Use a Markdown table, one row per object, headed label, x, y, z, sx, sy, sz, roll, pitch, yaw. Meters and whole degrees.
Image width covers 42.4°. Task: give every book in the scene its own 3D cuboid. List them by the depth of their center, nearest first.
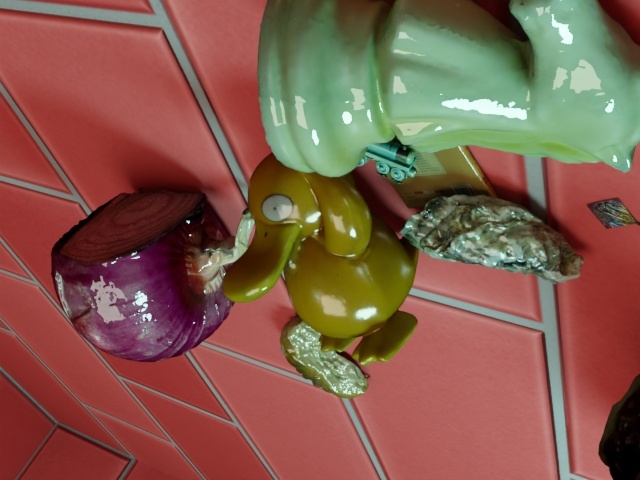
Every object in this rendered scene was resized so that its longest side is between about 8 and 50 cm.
| label | x | y | z | sx | sy | sz | roll | pitch | yaw |
| --- | --- | --- | --- | --- | --- | --- | --- | --- | --- |
| book | 0.092 | -0.096 | 0.834 | 0.118 | 0.012 | 0.172 | -2 | 137 | 46 |

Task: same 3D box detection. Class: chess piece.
| label | x | y | z | sx | sy | sz | roll | pitch | yaw |
| --- | --- | --- | --- | --- | --- | --- | --- | --- | --- |
| chess piece | 0.112 | -0.132 | 0.648 | 0.298 | 0.176 | 0.176 | 4 | 143 | 20 |

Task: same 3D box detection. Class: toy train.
| label | x | y | z | sx | sy | sz | roll | pitch | yaw |
| --- | --- | --- | --- | --- | --- | --- | --- | --- | --- |
| toy train | 0.056 | -0.092 | 0.835 | 0.092 | 0.029 | 0.045 | 24 | 141 | 18 |

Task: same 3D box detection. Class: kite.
| label | x | y | z | sx | sy | sz | roll | pitch | yaw |
| --- | --- | --- | --- | --- | --- | --- | --- | --- | --- |
| kite | 0.288 | -0.016 | 0.777 | 0.078 | 0.002 | 0.044 | 34 | 151 | -3 |

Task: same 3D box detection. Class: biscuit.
| label | x | y | z | sx | sy | sz | roll | pitch | yaw |
| --- | --- | --- | --- | --- | --- | --- | --- | --- | --- |
| biscuit | -0.006 | 0.196 | 1.334 | 0.118 | 0.061 | 0.183 | -5 | 135 | 50 |

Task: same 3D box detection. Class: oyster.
| label | x | y | z | sx | sy | sz | roll | pitch | yaw |
| --- | --- | --- | --- | --- | --- | --- | --- | --- | --- |
| oyster | 0.170 | 0.003 | 0.853 | 0.177 | 0.064 | 0.125 | -2 | 154 | 43 |

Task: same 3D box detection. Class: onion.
| label | x | y | z | sx | sy | sz | roll | pitch | yaw |
| --- | --- | --- | --- | --- | --- | --- | --- | --- | --- |
| onion | -0.232 | 0.058 | 1.161 | 0.272 | 0.256 | 0.230 | 33 | 145 | 50 |

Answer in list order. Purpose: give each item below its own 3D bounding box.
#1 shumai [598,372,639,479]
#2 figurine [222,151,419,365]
| label | x | y | z | sx | sy | sz | roll | pitch | yaw |
| --- | --- | --- | --- | --- | --- | --- | --- | --- | --- |
| shumai | 0.427 | 0.255 | 0.796 | 0.395 | 0.395 | 0.348 | -17 | 104 | 54 |
| figurine | 0.007 | 0.012 | 0.914 | 0.228 | 0.215 | 0.215 | 33 | 153 | -23 |
